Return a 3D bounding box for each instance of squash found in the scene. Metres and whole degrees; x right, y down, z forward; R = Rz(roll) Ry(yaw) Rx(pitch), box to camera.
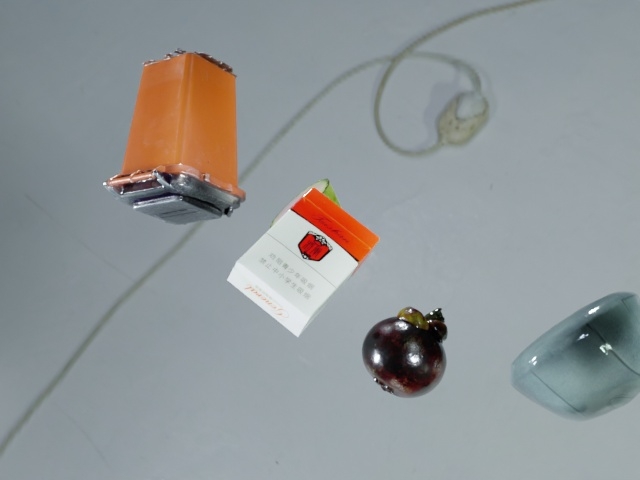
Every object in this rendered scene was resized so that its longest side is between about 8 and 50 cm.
[{"bbox_3d":[0.009,-0.002,1.355,0.105,0.105,0.132,-40,103,-10],"label":"squash"}]

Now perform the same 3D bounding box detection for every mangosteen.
[{"bbox_3d":[0.125,0.148,1.379,0.140,0.140,0.140,-1,72,2],"label":"mangosteen"}]

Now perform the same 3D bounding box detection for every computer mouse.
[{"bbox_3d":[0.366,0.158,1.295,0.188,0.371,0.121,-38,73,19],"label":"computer mouse"}]

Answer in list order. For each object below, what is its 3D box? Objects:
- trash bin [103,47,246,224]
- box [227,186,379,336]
[{"bbox_3d":[-0.217,-0.157,1.509,0.161,0.184,0.238,-8,73,34],"label":"trash bin"},{"bbox_3d":[-0.016,0.020,1.089,0.100,0.048,0.152,39,48,5],"label":"box"}]
